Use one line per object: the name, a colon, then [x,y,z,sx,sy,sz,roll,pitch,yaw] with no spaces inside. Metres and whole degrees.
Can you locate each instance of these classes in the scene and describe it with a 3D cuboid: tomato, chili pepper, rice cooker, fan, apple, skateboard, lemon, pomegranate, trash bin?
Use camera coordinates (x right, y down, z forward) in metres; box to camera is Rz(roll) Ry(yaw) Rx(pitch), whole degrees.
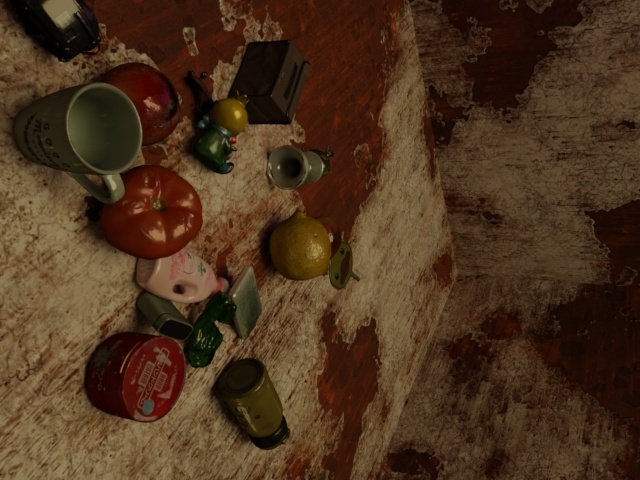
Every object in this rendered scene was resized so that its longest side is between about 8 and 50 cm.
tomato: [-0.451,-0.340,1.337,0.208,0.184,0.208,-12,105,-57]
chili pepper: [-0.338,0.272,1.630,0.253,0.099,0.083,-63,-170,13]
rice cooker: [-0.574,-0.486,1.163,0.118,0.142,0.203,-56,139,-23]
fan: [0.118,0.131,2.511,0.335,0.011,0.230,38,60,-54]
apple: [0.000,0.000,2.184,0.173,0.160,0.195,-45,127,-20]
skateboard: [-0.361,-0.432,1.611,0.080,0.067,0.151,-55,141,-29]
lemon: [-0.076,0.022,1.966,0.228,0.228,0.254,-4,79,-59]
pomegranate: [-0.003,-0.320,2.137,0.122,0.161,0.122,38,27,-24]
tomato: [-0.434,-0.064,1.374,0.259,0.180,0.260,12,66,-28]
trash bin: [-0.429,0.210,1.470,0.059,0.130,0.116,-51,144,-1]

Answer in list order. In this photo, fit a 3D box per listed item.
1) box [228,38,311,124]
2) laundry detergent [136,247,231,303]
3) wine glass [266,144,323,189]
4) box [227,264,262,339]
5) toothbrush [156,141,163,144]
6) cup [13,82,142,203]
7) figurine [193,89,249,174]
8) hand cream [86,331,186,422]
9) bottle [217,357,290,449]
box: [-0.170,-0.537,1.802,0.153,0.188,0.252,46,56,-54]
laundry detergent: [-0.390,0.112,1.576,0.335,0.087,0.159,36,61,-55]
wine glass: [-0.088,-0.271,1.997,0.196,0.165,0.165,-12,103,-66]
box: [-0.251,0.212,1.790,0.285,0.044,0.142,86,23,-52]
toothbrush: [-0.511,-0.244,1.402,0.269,0.027,0.021,-32,107,-56]
cup: [-0.528,-0.201,1.171,0.186,0.234,0.258,-44,128,-49]
figurine: [-0.286,-0.332,1.641,0.234,0.127,0.185,-67,155,-13]
hand cream: [-0.478,0.353,1.395,0.230,0.149,0.230,-1,92,-58]
bottle: [-0.218,0.584,1.838,0.171,0.171,0.351,-53,138,-43]
